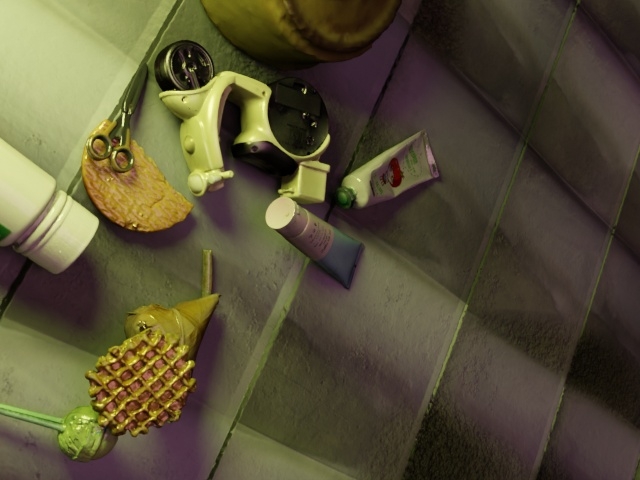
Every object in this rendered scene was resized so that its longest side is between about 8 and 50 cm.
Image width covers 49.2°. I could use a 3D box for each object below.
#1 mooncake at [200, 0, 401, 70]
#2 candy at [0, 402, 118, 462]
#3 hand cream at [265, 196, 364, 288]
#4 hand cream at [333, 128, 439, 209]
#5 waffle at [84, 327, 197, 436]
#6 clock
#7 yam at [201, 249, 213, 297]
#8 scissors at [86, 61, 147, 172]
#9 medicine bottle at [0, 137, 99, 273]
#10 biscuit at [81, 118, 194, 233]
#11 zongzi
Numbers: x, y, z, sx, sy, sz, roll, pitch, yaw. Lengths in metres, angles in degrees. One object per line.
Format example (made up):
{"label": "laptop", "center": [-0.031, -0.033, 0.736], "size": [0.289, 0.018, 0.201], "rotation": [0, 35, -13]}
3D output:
{"label": "mooncake", "center": [-0.019, -0.539, 1.355], "size": [0.393, 0.246, 0.393], "rotation": [31, 76, -39]}
{"label": "candy", "center": [-0.486, 0.277, 1.120], "size": [0.336, 0.092, 0.092], "rotation": [26, 67, -25]}
{"label": "hand cream", "center": [0.000, 0.000, 1.456], "size": [0.312, 0.070, 0.111], "rotation": [38, 66, -52]}
{"label": "hand cream", "center": [0.159, -0.152, 1.602], "size": [0.336, 0.076, 0.121], "rotation": [-29, 109, -40]}
{"label": "waffle", "center": [-0.294, 0.239, 1.166], "size": [0.191, 0.038, 0.191], "rotation": [-2, 94, -29]}
{"label": "clock", "center": [-0.142, -0.209, 1.341], "size": [0.379, 0.120, 0.276], "rotation": [7, 83, -37]}
{"label": "yam", "center": [-0.217, 0.075, 1.342], "size": [0.021, 0.021, 0.116], "rotation": [1, 89, -37]}
{"label": "scissors", "center": [-0.340, -0.224, 1.226], "size": [0.088, 0.017, 0.220], "rotation": [30, 60, -34]}
{"label": "medicine bottle", "center": [-0.474, -0.059, 1.081], "size": [0.237, 0.139, 0.139], "rotation": [41, 67, -31]}
{"label": "biscuit", "center": [-0.339, -0.094, 1.242], "size": [0.224, 0.033, 0.144], "rotation": [45, 64, -25]}
{"label": "zongzi", "center": [-0.248, 0.200, 1.278], "size": [0.198, 0.099, 0.194], "rotation": [-14, 98, -40]}
